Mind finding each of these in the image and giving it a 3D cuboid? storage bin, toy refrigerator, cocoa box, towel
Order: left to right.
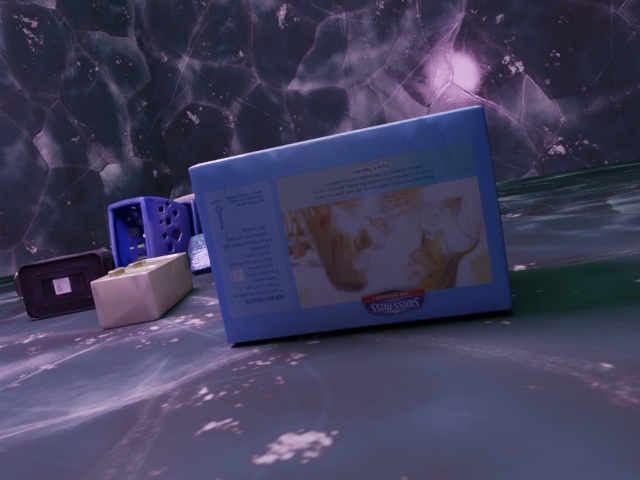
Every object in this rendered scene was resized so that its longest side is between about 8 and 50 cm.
[{"bbox_3d":[-0.556,0.095,1.134,0.180,0.122,0.084,-11,6,-5],"label":"storage bin"},{"bbox_3d":[-0.335,0.085,0.992,0.102,0.094,0.269,-10,7,0],"label":"toy refrigerator"},{"bbox_3d":[-0.324,0.037,1.392,0.067,0.120,0.029,-12,-35,0],"label":"towel"},{"bbox_3d":[0.047,-0.023,0.672,0.346,0.232,0.228,-9,7,13],"label":"cocoa box"}]

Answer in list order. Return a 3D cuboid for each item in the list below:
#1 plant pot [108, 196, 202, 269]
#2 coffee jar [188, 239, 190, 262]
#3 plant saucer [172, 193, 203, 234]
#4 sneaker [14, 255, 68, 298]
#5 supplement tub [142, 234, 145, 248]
[{"bbox_3d":[-0.493,-0.010,1.557,0.235,0.236,0.212,-6,0,42],"label":"plant pot"},{"bbox_3d":[-0.282,0.023,1.464,0.184,0.079,0.096,-10,42,1],"label":"coffee jar"},{"bbox_3d":[-0.383,-0.090,1.835,0.400,0.101,0.400,-13,-7,-1],"label":"plant saucer"},{"bbox_3d":[-0.777,0.106,1.549,0.291,0.110,0.118,-8,-3,15],"label":"sneaker"},{"bbox_3d":[-0.589,-0.002,1.992,0.199,0.145,0.144,-13,6,-22],"label":"supplement tub"}]
